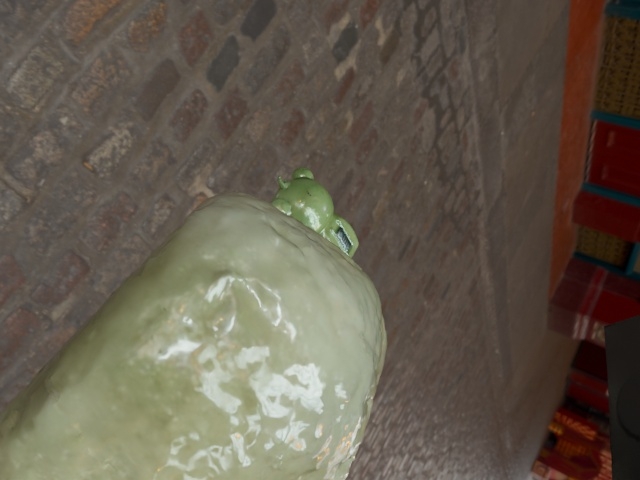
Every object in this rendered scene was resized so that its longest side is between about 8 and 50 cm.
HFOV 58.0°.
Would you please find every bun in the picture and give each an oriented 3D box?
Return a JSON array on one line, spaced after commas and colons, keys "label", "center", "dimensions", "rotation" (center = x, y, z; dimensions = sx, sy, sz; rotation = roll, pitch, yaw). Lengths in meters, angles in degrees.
[{"label": "bun", "center": [-0.079, 0.128, 0.483], "dimensions": [0.352, 0.227, 0.349], "rotation": [-49, 177, 35]}]

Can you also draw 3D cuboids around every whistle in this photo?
[{"label": "whistle", "center": [0.000, 0.000, 0.811], "dimensions": [0.227, 0.085, 0.105], "rotation": [58, 42, -28]}]

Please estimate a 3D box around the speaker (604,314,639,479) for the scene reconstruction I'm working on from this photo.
[{"label": "speaker", "center": [0.246, 0.147, 0.392], "dimensions": [0.044, 0.082, 0.218], "rotation": [34, 50, -19]}]
